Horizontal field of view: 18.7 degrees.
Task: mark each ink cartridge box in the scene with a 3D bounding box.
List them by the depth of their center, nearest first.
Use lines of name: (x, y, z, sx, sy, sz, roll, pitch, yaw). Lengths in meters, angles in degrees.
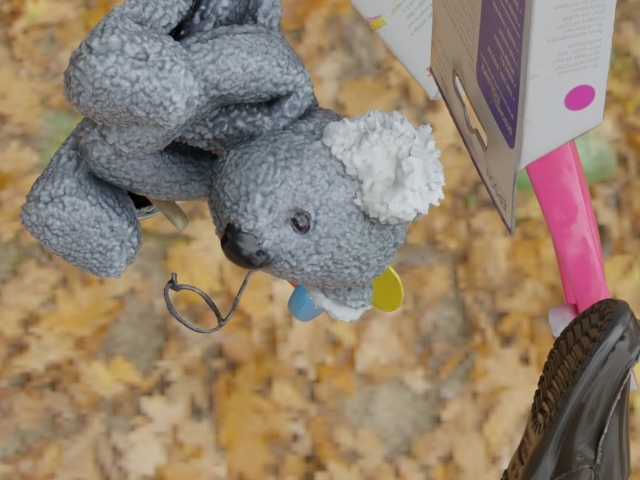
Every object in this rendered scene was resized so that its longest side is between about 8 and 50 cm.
ink cartridge box: (0.120, -0.194, 1.161, 0.069, 0.176, 0.371, -10, 136, -12)
ink cartridge box: (0.125, -0.279, 2.111, 0.212, 0.154, 0.093, 52, 23, 16)

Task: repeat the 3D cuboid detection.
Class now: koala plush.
koala plush: (-0.034, -0.052, 1.215, 0.221, 0.196, 0.203, 34, 49, 7)

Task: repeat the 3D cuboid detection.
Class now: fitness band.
fitness band: (0.207, 0.012, 1.603, 0.291, 0.054, 0.209, 61, 17, -61)

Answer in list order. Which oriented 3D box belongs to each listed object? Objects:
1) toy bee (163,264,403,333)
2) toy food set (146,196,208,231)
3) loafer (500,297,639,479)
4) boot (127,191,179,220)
toy bee: (0.000, 0.000, 1.840, 0.195, 0.162, 0.298, 35, 24, -2)
toy food set: (-0.069, -0.064, 1.324, 0.122, 0.019, 0.078, -42, 82, -9)
loafer: (0.188, 0.142, 1.392, 0.078, 0.080, 0.220, 18, 113, -8)
boot: (-0.162, -0.069, 1.845, 0.076, 0.208, 0.189, 46, 63, -7)
